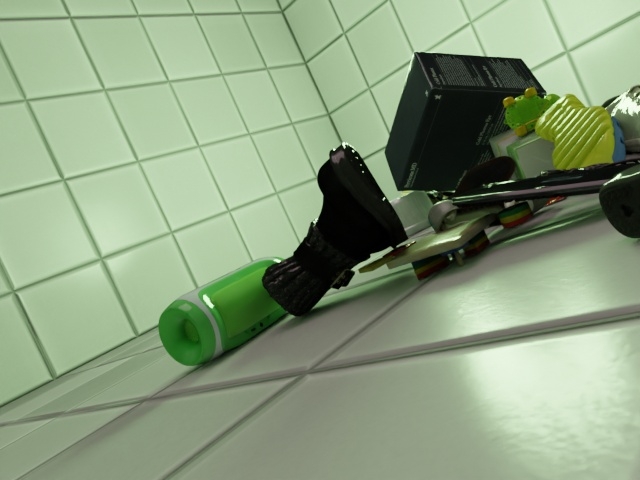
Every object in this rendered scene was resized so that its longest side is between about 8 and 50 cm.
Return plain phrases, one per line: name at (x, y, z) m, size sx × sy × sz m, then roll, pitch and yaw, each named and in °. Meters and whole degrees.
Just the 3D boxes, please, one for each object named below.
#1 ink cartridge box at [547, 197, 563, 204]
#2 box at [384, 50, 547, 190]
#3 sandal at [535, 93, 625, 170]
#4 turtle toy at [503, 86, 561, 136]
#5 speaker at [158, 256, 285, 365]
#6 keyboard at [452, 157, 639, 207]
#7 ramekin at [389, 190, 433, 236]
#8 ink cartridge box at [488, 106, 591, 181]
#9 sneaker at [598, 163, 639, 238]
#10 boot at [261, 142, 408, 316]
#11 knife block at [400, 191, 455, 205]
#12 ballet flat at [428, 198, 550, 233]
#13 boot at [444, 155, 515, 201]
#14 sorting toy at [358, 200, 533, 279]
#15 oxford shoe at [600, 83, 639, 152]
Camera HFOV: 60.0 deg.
ink cartridge box at (0.382, -0.079, 1.070) m, size 0.179 × 0.045 × 0.145 m, roll -26°, pitch 1°, yaw 34°
box at (0.376, -0.314, 1.517) m, size 0.312 × 0.179 × 0.343 m, roll -1°, pitch -42°, yaw -13°
sandal at (0.502, -0.175, 1.022) m, size 0.126 × 0.138 × 0.317 m, roll -50°, pitch 9°, yaw 31°
turtle toy at (0.477, -0.290, 1.246) m, size 0.130 × 0.095 × 0.066 m, roll -21°, pitch -8°, yaw 19°
speaker at (-0.161, 0.125, 1.057) m, size 0.131 × 0.131 × 0.296 m, roll -23°, pitch 2°, yaw 35°
keyboard at (0.364, -0.082, 0.794) m, size 0.201 × 0.033 × 0.317 m, roll -21°, pitch 12°, yaw -41°
ramekin at (0.239, -0.072, 1.631) m, size 0.207 × 0.109 × 0.207 m, roll -24°, pitch 3°, yaw 1°
ink cartridge box at (0.538, -0.229, 1.339) m, size 0.207 × 0.119 × 0.353 m, roll -24°, pitch 11°, yaw 11°
sneaker at (0.354, -0.066, 0.463) m, size 0.130 × 0.087 × 0.227 m, roll -31°, pitch -2°, yaw -8°
boot at (0.002, 0.004, 0.923) m, size 0.260 × 0.131 × 0.348 m, roll -32°, pitch -25°, yaw 5°
knife block at (0.369, -0.177, 1.786) m, size 0.242 × 0.088 × 0.276 m, roll -38°, pitch 20°, yaw 39°
ballet flat at (0.292, -0.044, 0.937) m, size 0.213 × 0.072 × 0.068 m, roll -10°, pitch 34°, yaw 4°
boot at (0.374, -0.121, 1.292) m, size 0.106 × 0.082 × 0.219 m, roll -16°, pitch -23°, yaw -51°
sorting toy at (0.185, 0.018, 0.855) m, size 0.274 × 0.046 × 0.132 m, roll -22°, pitch 3°, yaw 42°
oxford shoe at (0.672, -0.258, 1.096) m, size 0.169 × 0.130 × 0.449 m, roll -22°, pitch 4°, yaw 6°
